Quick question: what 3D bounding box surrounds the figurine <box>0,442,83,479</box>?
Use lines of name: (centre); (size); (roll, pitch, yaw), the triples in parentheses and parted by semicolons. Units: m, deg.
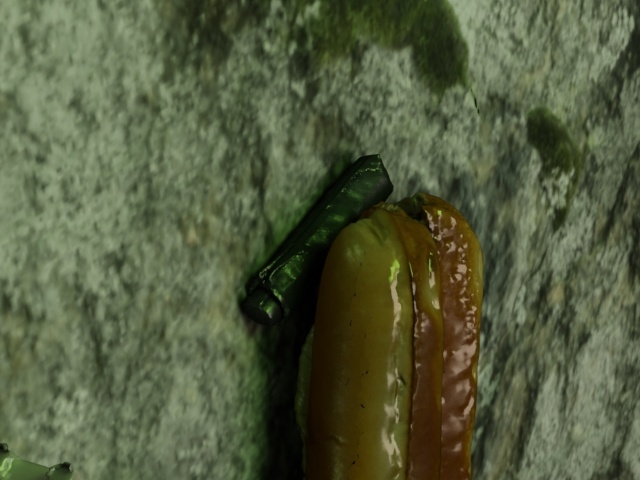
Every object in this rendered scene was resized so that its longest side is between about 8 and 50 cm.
figurine: (-0.109, 0.225, 0.973); (0.257, 0.144, 0.182); (57, 36, -43)

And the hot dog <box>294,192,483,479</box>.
hot dog: (0.034, 0.140, 1.135); (0.135, 0.100, 0.337); (-34, 129, -64)

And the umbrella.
umbrella: (-0.001, -0.001, 1.118); (0.036, 0.031, 0.133); (50, 58, -19)
